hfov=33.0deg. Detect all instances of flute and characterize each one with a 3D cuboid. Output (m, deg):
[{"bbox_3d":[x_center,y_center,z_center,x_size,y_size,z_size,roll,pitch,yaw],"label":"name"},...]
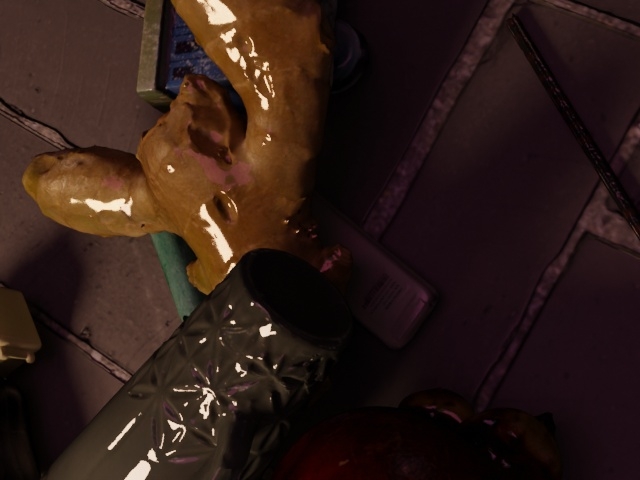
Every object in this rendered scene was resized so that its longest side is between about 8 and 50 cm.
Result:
[{"bbox_3d":[0.224,-0.088,0.918,0.014,0.014,0.269,-32,67,15],"label":"flute"}]

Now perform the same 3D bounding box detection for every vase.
[{"bbox_3d":[-0.094,0.152,0.839,0.301,0.156,0.251,-53,23,26],"label":"vase"}]

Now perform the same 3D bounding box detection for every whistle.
[{"bbox_3d":[-0.124,0.049,1.031,0.039,0.039,0.186,-29,68,16],"label":"whistle"}]

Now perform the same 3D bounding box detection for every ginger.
[{"bbox_3d":[-0.062,-0.053,0.923,0.348,0.122,0.363,44,114,5],"label":"ginger"}]

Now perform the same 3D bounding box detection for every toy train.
[{"bbox_3d":[-0.060,-0.255,1.029,0.202,0.131,0.299,-4,76,31],"label":"toy train"}]

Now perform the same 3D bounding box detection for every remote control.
[{"bbox_3d":[0.000,0.000,0.994,0.261,0.029,0.067,40,99,29],"label":"remote control"}]

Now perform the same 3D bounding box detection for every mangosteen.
[{"bbox_3d":[0.081,0.209,0.818,0.257,0.215,0.215,-35,64,-11],"label":"mangosteen"}]

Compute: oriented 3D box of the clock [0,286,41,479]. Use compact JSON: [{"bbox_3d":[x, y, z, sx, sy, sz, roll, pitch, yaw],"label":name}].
[{"bbox_3d":[-0.321,0.253,1.033,0.276,0.120,0.379,-41,64,17],"label":"clock"}]
